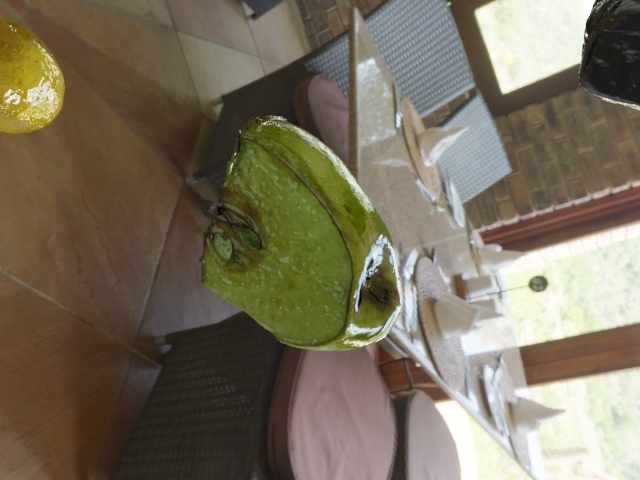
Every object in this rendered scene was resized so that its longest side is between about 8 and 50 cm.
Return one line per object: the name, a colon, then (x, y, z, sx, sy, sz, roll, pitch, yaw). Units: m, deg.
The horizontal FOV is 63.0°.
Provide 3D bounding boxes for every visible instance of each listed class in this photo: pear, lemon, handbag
pear: (0.000, 0.000, 0.645, 0.255, 0.238, 0.164, 33, 32, 20)
lemon: (-0.562, -0.291, 0.926, 0.257, 0.188, 0.188, 75, 6, -70)
handbag: (0.488, -0.270, 0.702, 0.181, 0.254, 0.181, -57, 159, -44)
